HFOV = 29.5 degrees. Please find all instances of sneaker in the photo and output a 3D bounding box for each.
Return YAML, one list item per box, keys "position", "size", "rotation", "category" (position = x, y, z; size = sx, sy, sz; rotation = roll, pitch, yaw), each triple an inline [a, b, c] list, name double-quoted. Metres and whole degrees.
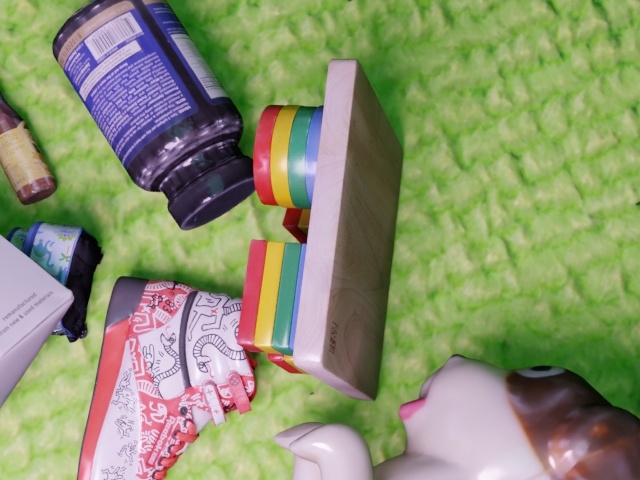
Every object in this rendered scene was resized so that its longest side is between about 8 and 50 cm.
- position: [-0.137, 0.170, 1.118]
  size: [0.145, 0.090, 0.270]
  rotation: [7, 75, 0]
  category: "sneaker"

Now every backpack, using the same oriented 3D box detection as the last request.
- position: [-0.254, 0.033, 1.125]
  size: [0.084, 0.114, 0.105]
  rotation: [10, 78, -2]
  category: "backpack"

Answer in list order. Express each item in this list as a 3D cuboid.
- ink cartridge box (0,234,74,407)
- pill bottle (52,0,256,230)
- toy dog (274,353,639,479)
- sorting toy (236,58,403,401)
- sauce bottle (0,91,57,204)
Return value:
- position: [-0.405, 0.048, 1.043]
  size: [0.307, 0.129, 0.223]
  rotation: [39, 120, 1]
  category: "ink cartridge box"
- position: [-0.151, -0.125, 1.162]
  size: [0.123, 0.123, 0.219]
  rotation: [-31, 82, -10]
  category: "pill bottle"
- position: [0.114, 0.283, 1.011]
  size: [0.395, 0.284, 0.408]
  rotation: [30, 75, 9]
  category: "toy dog"
- position: [0.000, 0.000, 1.090]
  size: [0.089, 0.257, 0.255]
  rotation: [4, 77, 14]
  category: "sorting toy"
- position: [-0.301, -0.098, 1.186]
  size: [0.042, 0.042, 0.128]
  rotation: [-26, 83, -9]
  category: "sauce bottle"
